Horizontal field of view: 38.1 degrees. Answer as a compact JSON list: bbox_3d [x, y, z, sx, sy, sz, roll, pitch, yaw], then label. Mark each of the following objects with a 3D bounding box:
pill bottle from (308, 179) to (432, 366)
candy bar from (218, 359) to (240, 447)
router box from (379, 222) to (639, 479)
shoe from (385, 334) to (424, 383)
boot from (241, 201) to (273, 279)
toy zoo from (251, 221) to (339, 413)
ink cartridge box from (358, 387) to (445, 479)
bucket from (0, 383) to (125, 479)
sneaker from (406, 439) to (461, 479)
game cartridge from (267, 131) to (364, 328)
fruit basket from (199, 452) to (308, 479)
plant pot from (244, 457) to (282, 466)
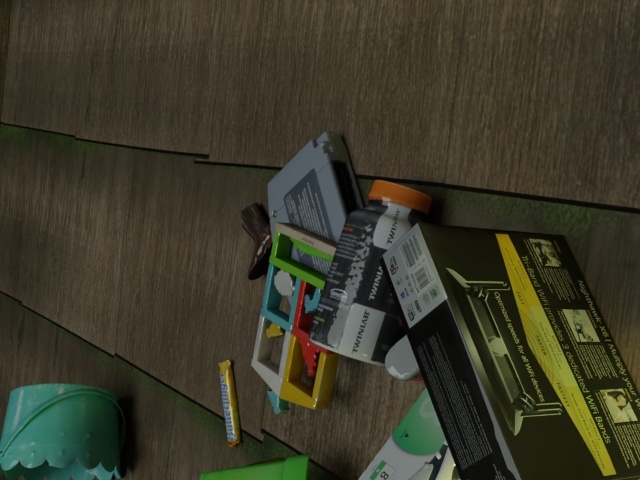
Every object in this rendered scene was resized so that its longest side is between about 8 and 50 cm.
[{"bbox_3d":[0.079,0.042,1.291,0.130,0.130,0.245,16,87,53],"label":"pill bottle"},{"bbox_3d":[-0.169,0.303,1.718,0.040,0.018,0.161,-29,64,49],"label":"candy bar"},{"bbox_3d":[0.223,0.133,1.013,0.081,0.243,0.308,-46,52,41],"label":"router box"},{"bbox_3d":[0.169,0.127,1.239,0.178,0.081,0.063,-40,64,9],"label":"shoe"},{"bbox_3d":[-0.121,0.000,1.662,0.106,0.037,0.114,-56,48,16],"label":"boot"},{"bbox_3d":[-0.033,0.135,1.452,0.192,0.030,0.293,23,106,52],"label":"toy zoo"},{"bbox_3d":[0.173,0.292,1.155,0.181,0.056,0.225,-52,35,-10],"label":"ink cartridge box"},{"bbox_3d":[-0.570,0.431,2.045,0.281,0.281,0.183,-29,56,49],"label":"bucket"},{"bbox_3d":[0.161,0.235,1.093,0.235,0.094,0.153,-21,71,11],"label":"sneaker"},{"bbox_3d":[0.000,0.000,1.487,0.198,0.062,0.297,-44,54,48],"label":"game cartridge"},{"bbox_3d":[-0.022,0.493,1.311,0.392,0.392,0.282,43,138,46],"label":"fruit basket"},{"bbox_3d":[-0.081,0.423,1.540,0.083,0.081,0.081,26,108,40],"label":"plant pot"}]
